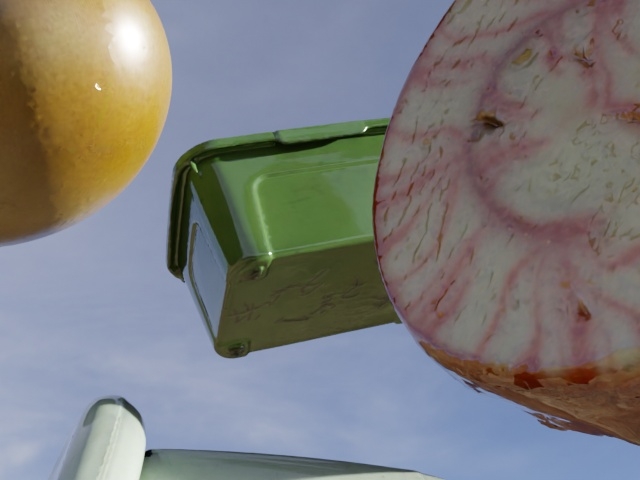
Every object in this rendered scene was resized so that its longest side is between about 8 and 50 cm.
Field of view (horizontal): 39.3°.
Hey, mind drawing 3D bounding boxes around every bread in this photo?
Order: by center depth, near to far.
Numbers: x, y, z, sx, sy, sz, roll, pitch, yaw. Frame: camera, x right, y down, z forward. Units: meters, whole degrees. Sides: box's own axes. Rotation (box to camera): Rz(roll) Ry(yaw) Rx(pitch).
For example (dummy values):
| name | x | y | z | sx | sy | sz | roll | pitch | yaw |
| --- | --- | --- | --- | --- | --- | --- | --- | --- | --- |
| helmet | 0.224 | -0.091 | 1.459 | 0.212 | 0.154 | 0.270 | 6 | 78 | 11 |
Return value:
| name | x | y | z | sx | sy | sz | roll | pitch | yaw |
| --- | --- | --- | --- | --- | --- | --- | --- | --- | --- |
| bread | 0.171 | -0.051 | 0.534 | 0.295 | 0.327 | 0.114 | 4 | -18 | 47 |

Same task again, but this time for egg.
| name | x | y | z | sx | sy | sz | roll | pitch | yaw |
| --- | --- | --- | --- | --- | --- | --- | --- | --- | --- |
| egg | -0.308 | -0.141 | 0.890 | 0.351 | 0.282 | 0.283 | -40 | -47 | 24 |

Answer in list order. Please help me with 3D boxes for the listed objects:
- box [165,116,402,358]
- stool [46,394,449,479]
| name | x | y | z | sx | sy | sz | roll | pitch | yaw |
| --- | --- | --- | --- | --- | --- | --- | --- | --- | --- |
| box | 0.000 | 0.000 | 1.051 | 0.329 | 0.177 | 0.252 | -12 | -35 | -20 |
| stool | -0.041 | 0.188 | 0.358 | 0.199 | 0.195 | 0.195 | 26 | -54 | -10 |
